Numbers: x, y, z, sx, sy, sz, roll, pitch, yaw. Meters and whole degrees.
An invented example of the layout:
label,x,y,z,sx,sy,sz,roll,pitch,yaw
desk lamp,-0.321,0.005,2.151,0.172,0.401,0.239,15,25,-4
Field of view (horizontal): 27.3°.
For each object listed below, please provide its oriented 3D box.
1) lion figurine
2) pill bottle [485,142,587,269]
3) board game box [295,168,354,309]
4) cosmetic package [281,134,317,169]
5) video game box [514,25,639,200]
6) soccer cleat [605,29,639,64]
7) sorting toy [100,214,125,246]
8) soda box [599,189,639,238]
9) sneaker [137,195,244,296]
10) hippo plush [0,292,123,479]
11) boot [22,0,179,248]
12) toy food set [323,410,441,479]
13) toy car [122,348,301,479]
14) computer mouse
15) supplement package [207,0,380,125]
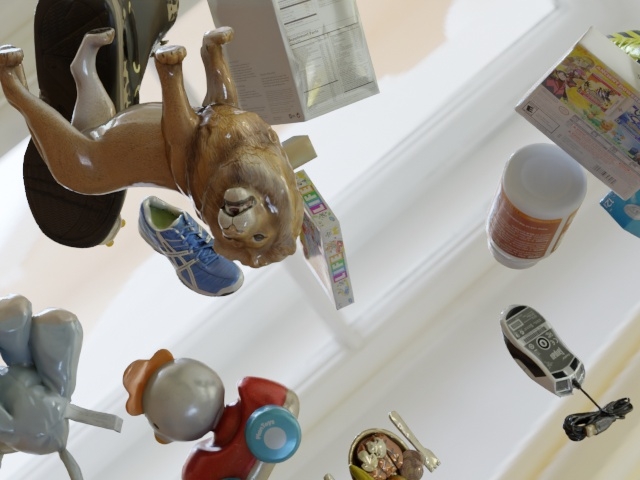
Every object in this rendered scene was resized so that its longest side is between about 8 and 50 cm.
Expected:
label,x,y,z,sx,sy,sz,roll,pitch,yaw
lion figurine,-0.192,-0.104,1.447,0.392,0.142,0.240,9,-62,35
pill bottle,0.307,-0.042,1.929,0.121,0.121,0.216,48,-20,17
board game box,0.000,0.000,1.624,0.103,0.026,0.154,56,-15,40
cosmetic package,-0.069,-0.124,2.083,0.060,0.115,0.041,2,-60,61
video game box,0.384,-0.166,1.755,0.205,0.048,0.187,39,-27,-1
soccer cleat,0.597,-0.347,2.441,0.121,0.093,0.289,-1,7,-43
sorting toy,-0.389,-0.026,2.367,0.045,0.083,0.075,34,-8,-25
soda box,0.533,-0.103,2.024,0.071,0.210,0.067,21,26,-48
sneaker,-0.205,0.010,2.010,0.211,0.080,0.081,35,-23,18
hippo plush,-0.440,0.214,1.918,0.294,0.234,0.236,29,-19,-13
boot,-0.279,-0.206,1.713,0.284,0.138,0.377,-73,170,-56
toy food set,0.101,0.339,1.968,0.132,0.192,0.038,50,-41,1
toy car,-0.169,0.248,1.772,0.238,0.210,0.219,30,1,-7
computer mouse,0.288,0.160,1.620,0.193,0.106,0.042,51,-38,18
supplement package,-0.051,-0.367,2.465,0.199,0.198,0.262,1,-69,51
